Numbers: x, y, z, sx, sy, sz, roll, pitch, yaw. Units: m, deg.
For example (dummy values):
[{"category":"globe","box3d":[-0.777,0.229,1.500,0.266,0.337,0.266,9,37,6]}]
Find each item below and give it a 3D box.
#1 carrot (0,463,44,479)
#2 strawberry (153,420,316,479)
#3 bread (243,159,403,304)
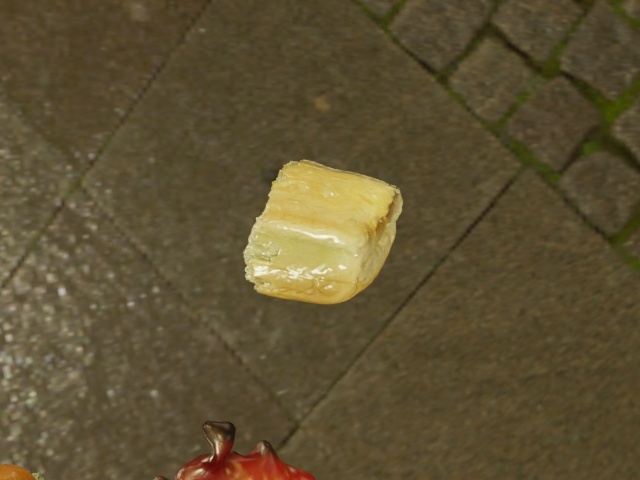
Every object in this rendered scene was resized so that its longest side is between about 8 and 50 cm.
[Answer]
[{"category":"carrot","box3d":[-0.378,0.280,1.475,0.069,0.336,0.069,3,96,25]},{"category":"strawberry","box3d":[-0.052,0.244,0.857,0.178,0.234,0.234,-42,76,31]},{"category":"bread","box3d":[0.001,-0.001,1.185,0.106,0.125,0.082,19,126,10]}]
